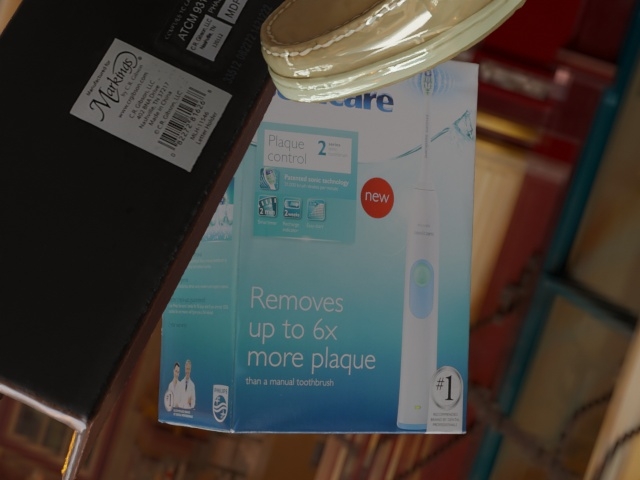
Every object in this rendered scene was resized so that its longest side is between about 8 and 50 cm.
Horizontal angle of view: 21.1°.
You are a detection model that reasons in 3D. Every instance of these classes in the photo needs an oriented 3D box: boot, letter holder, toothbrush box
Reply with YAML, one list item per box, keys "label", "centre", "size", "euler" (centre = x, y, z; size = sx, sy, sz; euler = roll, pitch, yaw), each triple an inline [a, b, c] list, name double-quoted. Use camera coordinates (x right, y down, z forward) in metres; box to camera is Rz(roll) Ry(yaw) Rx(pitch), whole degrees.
- label: "boot"
  centre: [0.049, -0.200, 0.809]
  size: [0.203, 0.262, 0.095]
  euler: [53, -170, -36]
- label: "letter holder"
  centre: [-0.150, -0.009, 1.047]
  size: [0.152, 0.302, 0.214]
  euler: [25, 151, 1]
- label: "toothbrush box"
  centre: [0.000, 0.000, 1.334]
  size: [0.216, 0.296, 0.126]
  euler: [5, 175, -32]
